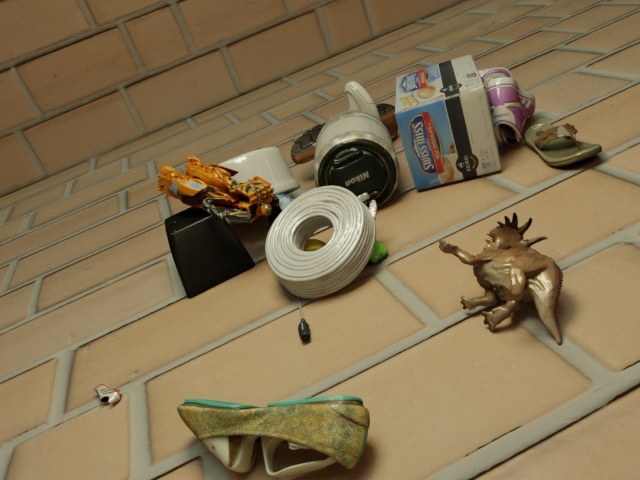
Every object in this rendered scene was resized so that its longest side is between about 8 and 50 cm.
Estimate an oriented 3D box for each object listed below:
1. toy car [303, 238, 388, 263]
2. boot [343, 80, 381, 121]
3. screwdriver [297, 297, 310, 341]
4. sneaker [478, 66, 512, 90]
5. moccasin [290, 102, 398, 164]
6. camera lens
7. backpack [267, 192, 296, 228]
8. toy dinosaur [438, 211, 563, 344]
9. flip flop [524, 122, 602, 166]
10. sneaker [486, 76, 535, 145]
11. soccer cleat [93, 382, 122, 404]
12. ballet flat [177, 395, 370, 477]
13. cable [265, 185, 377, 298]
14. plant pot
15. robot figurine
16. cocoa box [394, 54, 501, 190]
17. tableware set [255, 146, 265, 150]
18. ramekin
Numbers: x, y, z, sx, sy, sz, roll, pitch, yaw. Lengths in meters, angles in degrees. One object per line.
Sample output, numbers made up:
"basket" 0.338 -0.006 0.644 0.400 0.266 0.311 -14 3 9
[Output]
"toy car" 0.066 0.001 1.409 0.239 0.053 0.224 -36 30 -27
"boot" 0.111 -0.330 1.773 0.123 0.258 0.095 -37 19 -22
"screwdriver" -0.036 0.155 1.233 0.025 0.024 0.170 -46 19 16
"sneaker" 0.490 -0.508 2.027 0.304 0.114 0.152 -8 15 16
"moccasin" 0.082 -0.315 1.905 0.379 0.147 0.139 -26 33 -24
"camera lens" 0.093 -0.217 1.613 0.219 0.220 0.274 -16 27 9
"backpack" -0.094 -0.069 1.588 0.084 0.114 0.105 -37 30 -29
"toy dinosaur" 0.347 0.049 1.051 0.200 0.127 0.295 -22 31 -17
"flip flop" 0.585 -0.254 1.480 0.112 0.080 0.277 -20 26 3
"sneaker" 0.522 -0.330 1.644 0.102 0.161 0.282 -9 -7 35
"soccer cleat" -0.440 0.314 1.220 0.083 0.029 0.035 5 32 34
"ballet flat" -0.089 0.300 0.917 0.348 0.123 0.123 -9 29 27
"cable" 0.000 0.000 1.330 0.256 0.089 0.257 -16 51 20
"plant pot" -0.301 0.006 1.542 0.188 0.167 0.187 -25 27 -11
"robot figurine" -0.247 -0.126 1.490 0.290 0.085 0.211 19 29 20
"cocoa box" 0.336 -0.327 1.628 0.227 0.232 0.347 -13 28 15
"tableware set" -0.251 -0.317 2.274 0.168 0.020 0.141 -29 27 -15
"ramekin" -0.209 -0.164 1.718 0.277 0.135 0.277 -21 2 1
